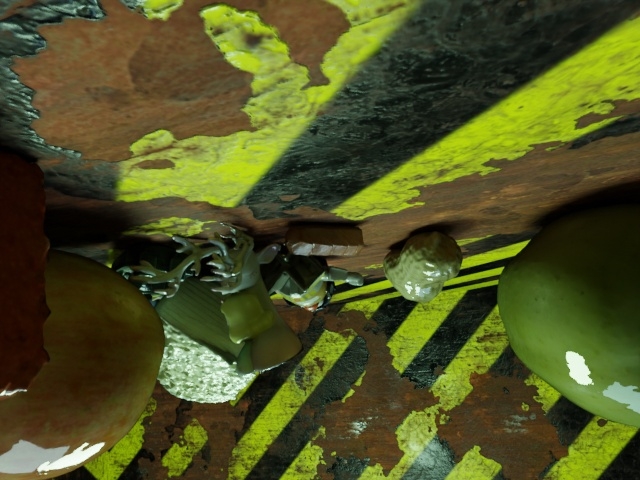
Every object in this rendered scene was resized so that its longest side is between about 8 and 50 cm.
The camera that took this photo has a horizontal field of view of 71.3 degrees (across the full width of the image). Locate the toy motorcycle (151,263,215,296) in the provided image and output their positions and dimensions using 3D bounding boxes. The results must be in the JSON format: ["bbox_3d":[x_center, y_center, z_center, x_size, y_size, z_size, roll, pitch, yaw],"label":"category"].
[{"bbox_3d":[-0.367,0.119,1.200,0.193,0.061,0.124,-9,131,2],"label":"toy motorcycle"}]

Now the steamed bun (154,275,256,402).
[{"bbox_3d":[-0.297,0.256,1.107,0.290,0.273,0.272,32,117,-14],"label":"steamed bun"}]

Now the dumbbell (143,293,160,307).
[{"bbox_3d":[-0.541,0.209,1.422,0.144,0.160,0.325,-37,164,3],"label":"dumbbell"}]

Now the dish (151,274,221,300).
[{"bbox_3d":[-0.375,0.140,1.331,0.212,0.077,0.151,-7,165,8],"label":"dish"}]

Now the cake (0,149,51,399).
[{"bbox_3d":[-0.485,0.041,0.424,0.319,0.269,0.270,-10,166,18],"label":"cake"}]

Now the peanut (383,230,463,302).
[{"bbox_3d":[0.251,0.070,1.093,0.143,0.159,0.291,-28,173,-16],"label":"peanut"}]

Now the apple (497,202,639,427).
[{"bbox_3d":[0.611,0.142,0.924,0.473,0.474,0.473,-5,167,-1],"label":"apple"}]

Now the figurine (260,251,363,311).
[{"bbox_3d":[-0.044,0.102,1.144,0.308,0.143,0.308,13,171,2],"label":"figurine"}]

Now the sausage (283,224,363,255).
[{"bbox_3d":[0.000,0.000,0.892,0.169,0.065,0.065,2,166,-24],"label":"sausage"}]

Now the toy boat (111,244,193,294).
[{"bbox_3d":[-0.405,0.080,1.021,0.141,0.092,0.319,12,161,-33],"label":"toy boat"}]

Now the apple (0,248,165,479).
[{"bbox_3d":[-0.457,0.200,0.747,0.346,0.391,0.391,9,162,-32],"label":"apple"}]

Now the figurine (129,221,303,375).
[{"bbox_3d":[-0.166,0.107,0.878,0.206,0.316,0.284,-26,178,27],"label":"figurine"}]
